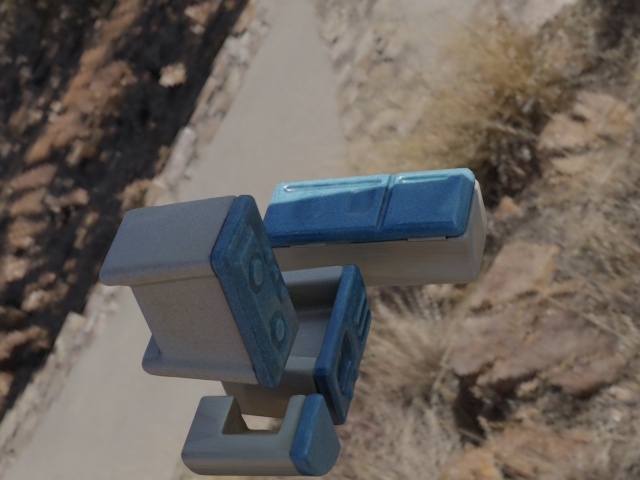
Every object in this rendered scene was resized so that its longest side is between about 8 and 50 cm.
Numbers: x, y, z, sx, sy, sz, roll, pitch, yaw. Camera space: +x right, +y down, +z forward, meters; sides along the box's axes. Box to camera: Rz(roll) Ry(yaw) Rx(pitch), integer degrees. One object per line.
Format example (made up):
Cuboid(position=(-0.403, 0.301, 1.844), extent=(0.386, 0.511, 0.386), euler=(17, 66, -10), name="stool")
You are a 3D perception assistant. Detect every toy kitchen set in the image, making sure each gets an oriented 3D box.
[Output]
Cuboid(position=(0.000, 0.000, 0.658), extent=(0.122, 0.166, 0.207), euler=(-3, 41, 18), name="toy kitchen set")
